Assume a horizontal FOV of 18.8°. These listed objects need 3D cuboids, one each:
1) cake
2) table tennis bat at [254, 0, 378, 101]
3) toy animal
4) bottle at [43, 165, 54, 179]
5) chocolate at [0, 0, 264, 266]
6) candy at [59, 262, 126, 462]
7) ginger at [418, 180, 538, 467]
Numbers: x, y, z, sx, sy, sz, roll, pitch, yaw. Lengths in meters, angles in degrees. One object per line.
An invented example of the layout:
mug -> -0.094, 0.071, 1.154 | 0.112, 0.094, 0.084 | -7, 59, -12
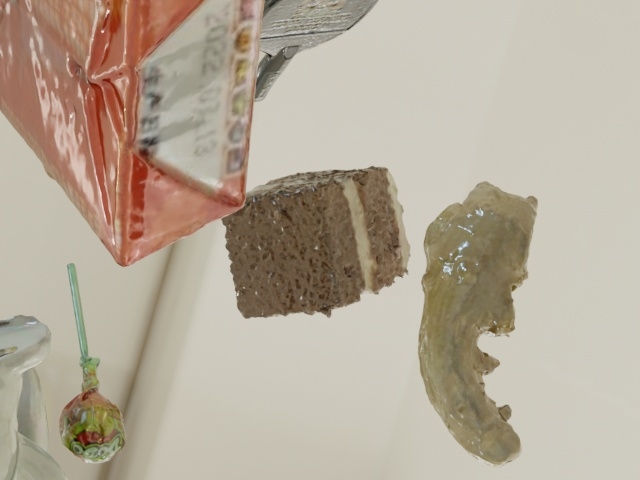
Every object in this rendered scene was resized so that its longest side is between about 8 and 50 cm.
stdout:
cake -> 0.000, 0.000, 1.892 | 0.135, 0.134, 0.147 | -5, -174, 36
table tennis bat -> -0.023, -0.217, 1.998 | 0.150, 0.027, 0.236 | -10, 156, -35
toy animal -> -0.307, 0.203, 1.540 | 0.174, 0.289, 0.249 | 12, -160, 34
bottle -> -0.154, -0.062, 1.628 | 0.069, 0.069, 0.187 | 20, -169, 37
chocolate -> -0.130, -0.144, 1.249 | 0.108, 0.234, 0.237 | -12, -143, -28
candy -> -0.210, 0.105, 1.720 | 0.060, 0.201, 0.060 | -8, 148, -5
ginger -> 0.093, 0.048, 1.175 | 0.069, 0.173, 0.051 | 8, 174, -11
